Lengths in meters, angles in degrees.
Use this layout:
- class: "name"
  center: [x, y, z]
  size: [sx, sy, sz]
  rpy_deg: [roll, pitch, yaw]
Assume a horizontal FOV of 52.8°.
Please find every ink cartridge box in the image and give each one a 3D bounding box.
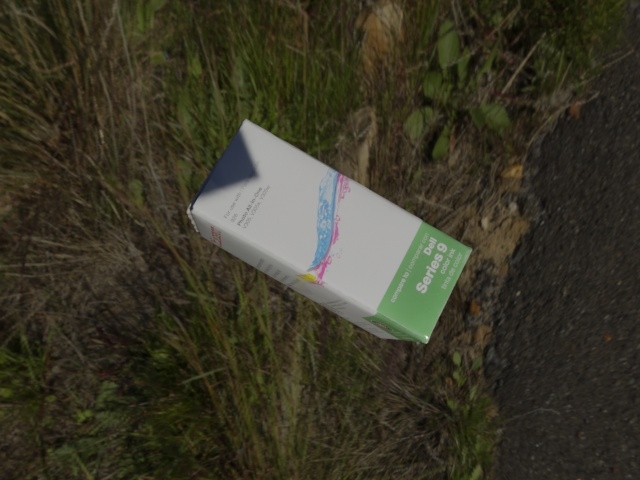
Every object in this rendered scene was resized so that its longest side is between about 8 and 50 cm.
- class: "ink cartridge box"
  center: [0.000, 0.000, 0.567]
  size: [0.213, 0.154, 0.093]
  rpy_deg: [28, 80, -4]
